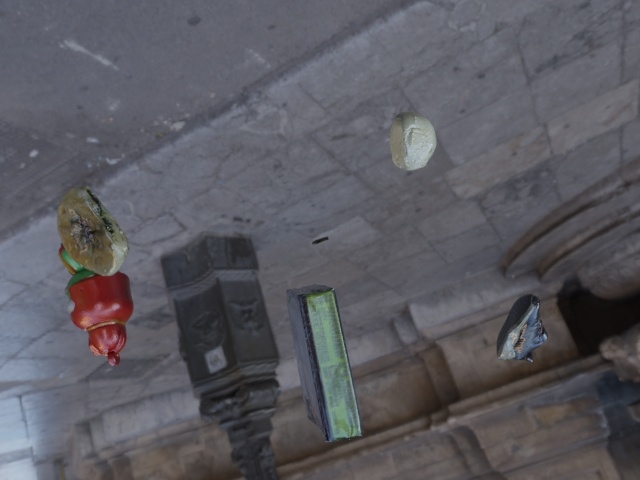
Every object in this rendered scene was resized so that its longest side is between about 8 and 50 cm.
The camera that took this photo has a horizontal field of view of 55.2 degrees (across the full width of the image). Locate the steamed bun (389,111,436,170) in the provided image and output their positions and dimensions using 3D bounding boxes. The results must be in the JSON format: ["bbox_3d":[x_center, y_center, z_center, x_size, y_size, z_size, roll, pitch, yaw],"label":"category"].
[{"bbox_3d":[0.209,-0.225,1.378,0.090,0.130,0.112,-10,-164,-14],"label":"steamed bun"}]

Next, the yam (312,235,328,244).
[{"bbox_3d":[0.000,0.000,1.893,0.014,0.014,0.107,-30,175,26],"label":"yam"}]

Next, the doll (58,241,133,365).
[{"bbox_3d":[-0.580,0.154,1.615,0.160,0.363,0.183,-18,165,2],"label":"doll"}]

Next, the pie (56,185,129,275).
[{"bbox_3d":[-0.542,-0.013,1.434,0.185,0.218,0.052,-33,-175,37],"label":"pie"}]

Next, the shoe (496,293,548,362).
[{"bbox_3d":[0.563,0.246,1.670,0.112,0.099,0.228,19,125,1],"label":"shoe"}]

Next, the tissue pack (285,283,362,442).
[{"bbox_3d":[0.004,0.325,1.705,0.124,0.395,0.288,-11,-179,-10],"label":"tissue pack"}]
